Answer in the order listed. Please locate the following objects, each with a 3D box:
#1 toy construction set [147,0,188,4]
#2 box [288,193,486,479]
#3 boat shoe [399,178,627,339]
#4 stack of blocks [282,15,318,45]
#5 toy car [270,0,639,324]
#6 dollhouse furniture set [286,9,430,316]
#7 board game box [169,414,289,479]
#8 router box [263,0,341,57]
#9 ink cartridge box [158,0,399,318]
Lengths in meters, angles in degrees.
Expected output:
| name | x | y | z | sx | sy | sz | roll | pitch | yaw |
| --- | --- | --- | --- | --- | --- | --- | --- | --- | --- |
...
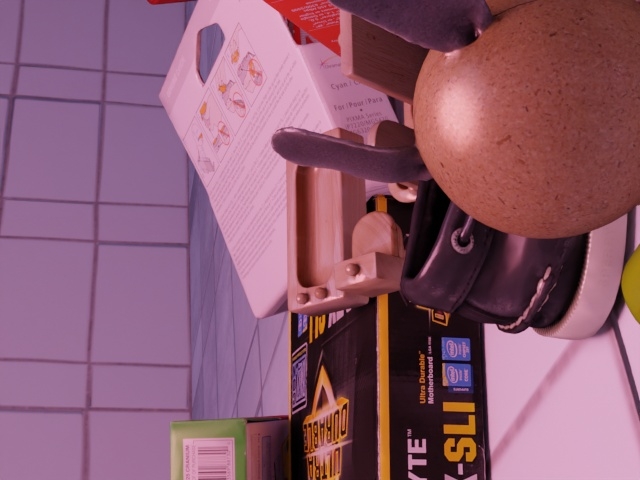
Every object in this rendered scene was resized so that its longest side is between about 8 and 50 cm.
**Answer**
| name | x | y | z | sx | sy | sz | roll | pitch | yaw |
| --- | --- | --- | --- | --- | --- | --- | --- | --- | --- |
| toy construction set | -0.117 | -0.471 | 1.508 | 0.237 | 0.257 | 0.309 | -22 | -34 | -55 |
| box | 0.037 | 0.132 | 0.844 | 0.322 | 0.079 | 0.257 | 129 | 144 | -72 |
| boat shoe | 0.084 | -0.121 | 0.571 | 0.127 | 0.113 | 0.340 | 164 | 108 | -79 |
| stack of blocks | 0.010 | -0.227 | 1.029 | 0.297 | 0.087 | 0.171 | 112 | 157 | -59 |
| toy car | 0.081 | -0.056 | 0.379 | 0.155 | 0.188 | 0.149 | 106 | 163 | -47 |
| dollhouse furniture set | 0.006 | -0.045 | 0.662 | 0.151 | 0.123 | 0.144 | -16 | 68 | 41 |
| board game box | -0.055 | 0.278 | 0.996 | 0.316 | 0.064 | 0.242 | 40 | -132 | -76 |
| router box | -0.005 | -0.315 | 0.708 | 0.301 | 0.082 | 0.336 | 21 | -115 | -59 |
| ink cartridge box | -0.041 | -0.098 | 1.003 | 0.261 | 0.066 | 0.296 | 66 | 153 | 14 |
